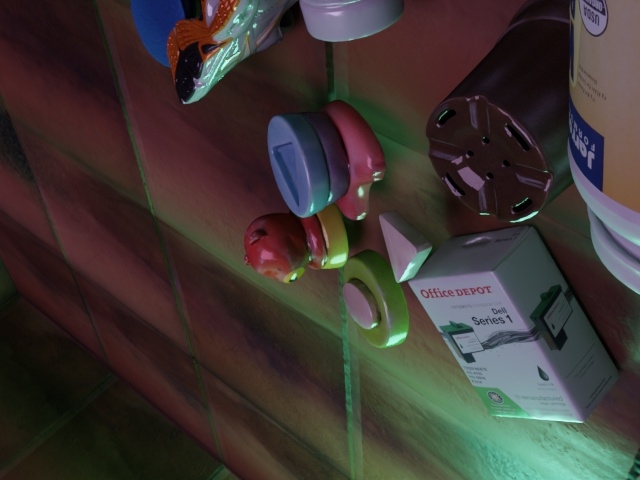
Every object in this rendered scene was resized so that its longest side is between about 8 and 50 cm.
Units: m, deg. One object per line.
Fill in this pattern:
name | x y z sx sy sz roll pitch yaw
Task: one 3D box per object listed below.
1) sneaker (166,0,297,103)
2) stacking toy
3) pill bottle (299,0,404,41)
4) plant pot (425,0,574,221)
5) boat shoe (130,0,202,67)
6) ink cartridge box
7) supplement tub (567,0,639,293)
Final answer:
sneaker | -0.099 -0.245 1.030 0.262 0.121 0.099 -35 67 56
stacking toy | 0.000 0.000 1.088 0.279 0.130 0.309 60 157 31
pill bottle | 0.010 -0.313 0.799 0.131 0.131 0.229 21 141 39
plant pot | 0.190 -0.112 0.758 0.167 0.165 0.167 35 148 25
boat shoe | -0.180 -0.337 1.079 0.109 0.089 0.258 28 142 12
ink cartridge box | 0.229 0.103 1.028 0.219 0.092 0.160 56 150 -13
supplement tub | 0.279 -0.124 0.558 0.228 0.228 0.316 24 142 37
